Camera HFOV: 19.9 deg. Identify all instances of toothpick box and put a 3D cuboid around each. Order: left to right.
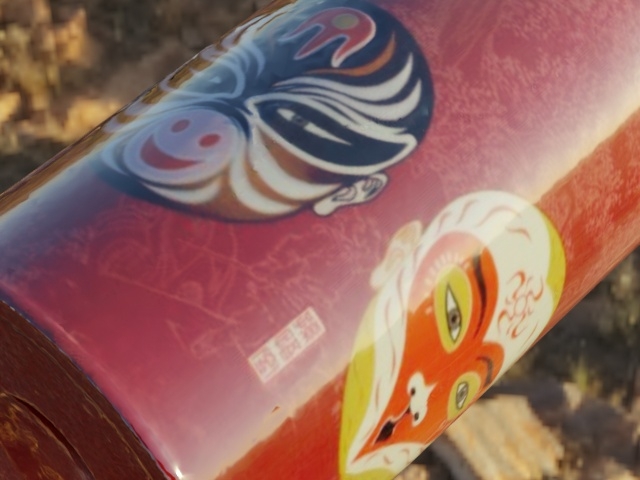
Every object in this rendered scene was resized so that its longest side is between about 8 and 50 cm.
[{"bbox_3d":[0.000,0.000,0.812,0.204,0.204,0.333,30,54,32],"label":"toothpick box"}]
